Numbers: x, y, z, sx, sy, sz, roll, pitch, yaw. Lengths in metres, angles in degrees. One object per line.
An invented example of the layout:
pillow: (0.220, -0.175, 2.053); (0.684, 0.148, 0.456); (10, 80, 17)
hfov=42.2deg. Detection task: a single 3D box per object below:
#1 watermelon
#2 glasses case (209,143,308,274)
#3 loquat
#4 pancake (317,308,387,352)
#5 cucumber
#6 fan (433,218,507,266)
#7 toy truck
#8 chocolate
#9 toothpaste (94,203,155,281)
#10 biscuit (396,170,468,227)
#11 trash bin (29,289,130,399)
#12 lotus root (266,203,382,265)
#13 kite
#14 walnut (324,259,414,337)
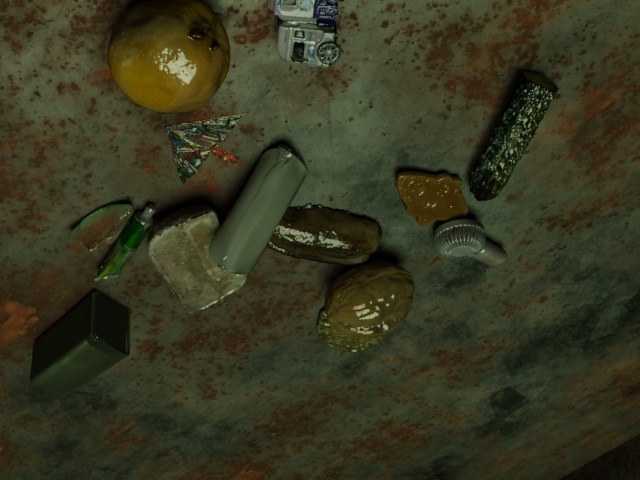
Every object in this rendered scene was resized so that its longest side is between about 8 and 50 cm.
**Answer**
watermelon: (-0.481, -0.029, 1.891); (0.155, 0.080, 0.101); (-50, 143, 6)
glasses case: (-0.140, -0.068, 1.886); (0.308, 0.083, 0.128); (-60, 145, 0)
loquat: (-0.285, -0.349, 1.565); (0.238, 0.193, 0.238); (8, 134, 9)
pancake: (0.094, 0.228, 2.297); (0.212, 0.029, 0.235); (2, 130, -14)
cucumber: (0.431, -0.225, 1.935); (0.096, 0.096, 0.359); (6, 130, -20)
fan: (0.396, 0.013, 2.152); (0.130, 0.074, 0.244); (-28, 144, 36)
toy truck: (-0.028, -0.466, 1.574); (0.156, 0.124, 0.267); (3, 129, -8)
chocolate: (-0.296, 0.036, 1.966); (0.185, 0.100, 0.303); (-30, 136, -8)
toothpaste: (-0.450, 0.009, 1.941); (0.078, 0.047, 0.248); (-10, 145, -55)
biscuit: (0.271, -0.108, 2.034); (0.250, 0.035, 0.162); (28, 115, -38)
trash bin: (-0.597, 0.266, 2.055); (0.240, 0.164, 0.122); (-36, 130, 19)
lotus root: (-0.001, 0.000, 2.033); (0.330, 0.078, 0.167); (7, 127, -21)
kite: (-0.255, -0.212, 1.818); (0.189, 0.009, 0.232); (26, 121, -32)
walnut: (0.125, 0.152, 2.125); (0.245, 0.198, 0.198); (-20, 135, -16)
